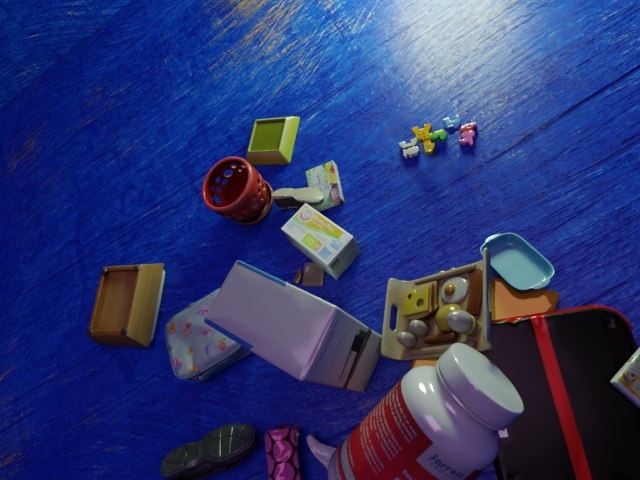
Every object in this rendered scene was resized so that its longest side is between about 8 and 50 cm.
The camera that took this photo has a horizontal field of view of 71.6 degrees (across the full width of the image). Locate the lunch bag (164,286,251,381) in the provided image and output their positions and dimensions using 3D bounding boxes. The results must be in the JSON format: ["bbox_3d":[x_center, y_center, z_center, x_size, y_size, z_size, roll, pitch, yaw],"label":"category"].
[{"bbox_3d":[-0.335,0.295,1.358,0.279,0.108,0.224,-32,64,12],"label":"lunch bag"}]

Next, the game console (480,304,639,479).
[{"bbox_3d":[0.519,0.345,0.944,0.342,0.060,0.387,-13,70,13],"label":"game console"}]

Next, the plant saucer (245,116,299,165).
[{"bbox_3d":[-0.180,-0.361,1.569,0.188,0.045,0.188,3,72,26],"label":"plant saucer"}]

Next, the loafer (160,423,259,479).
[{"bbox_3d":[-0.299,0.606,1.250,0.302,0.095,0.109,-23,33,10],"label":"loafer"}]

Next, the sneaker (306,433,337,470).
[{"bbox_3d":[0.024,0.551,1.135,0.061,0.054,0.152,-42,61,-13],"label":"sneaker"}]

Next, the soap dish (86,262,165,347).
[{"bbox_3d":[-0.674,0.217,1.537,0.228,0.118,0.291,-4,71,23],"label":"soap dish"}]

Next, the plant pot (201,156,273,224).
[{"bbox_3d":[-0.263,-0.153,1.454,0.191,0.174,0.191,-8,68,21],"label":"plant pot"}]

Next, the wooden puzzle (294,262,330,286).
[{"bbox_3d":[-0.021,0.103,1.341,0.116,0.014,0.079,5,77,26],"label":"wooden puzzle"}]

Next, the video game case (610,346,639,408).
[{"bbox_3d":[0.729,0.289,0.867,0.206,0.026,0.227,-43,74,-9],"label":"video game case"}]

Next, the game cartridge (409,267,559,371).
[{"bbox_3d":[0.391,0.246,1.081,0.285,0.052,0.324,14,75,28],"label":"game cartridge"}]

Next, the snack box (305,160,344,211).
[{"bbox_3d":[0.013,-0.171,1.413,0.100,0.037,0.141,-20,64,19],"label":"snack box"}]

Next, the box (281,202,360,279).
[{"bbox_3d":[0.000,0.000,1.307,0.203,0.103,0.114,36,78,31],"label":"box"}]

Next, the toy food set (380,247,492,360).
[{"bbox_3d":[0.270,0.157,1.063,0.306,0.092,0.220,-24,47,47],"label":"toy food set"}]

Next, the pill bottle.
[{"bbox_3d":[0.213,0.417,0.929,0.229,0.229,0.408,48,113,30],"label":"pill bottle"}]

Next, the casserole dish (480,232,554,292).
[{"bbox_3d":[0.478,0.057,1.088,0.114,0.037,0.188,-27,46,-6],"label":"casserole dish"}]

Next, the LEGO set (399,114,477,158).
[{"bbox_3d":[0.336,-0.284,1.280,0.227,0.087,0.093,-12,66,22],"label":"LEGO set"}]

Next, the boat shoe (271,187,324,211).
[{"bbox_3d":[-0.066,-0.124,1.403,0.206,0.065,0.075,8,38,38],"label":"boat shoe"}]

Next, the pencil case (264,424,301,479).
[{"bbox_3d":[-0.089,0.590,1.147,0.098,0.095,0.209,-11,68,4],"label":"pencil case"}]

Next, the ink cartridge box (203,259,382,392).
[{"bbox_3d":[-0.039,0.223,1.085,0.285,0.395,0.166,22,79,29],"label":"ink cartridge box"}]
